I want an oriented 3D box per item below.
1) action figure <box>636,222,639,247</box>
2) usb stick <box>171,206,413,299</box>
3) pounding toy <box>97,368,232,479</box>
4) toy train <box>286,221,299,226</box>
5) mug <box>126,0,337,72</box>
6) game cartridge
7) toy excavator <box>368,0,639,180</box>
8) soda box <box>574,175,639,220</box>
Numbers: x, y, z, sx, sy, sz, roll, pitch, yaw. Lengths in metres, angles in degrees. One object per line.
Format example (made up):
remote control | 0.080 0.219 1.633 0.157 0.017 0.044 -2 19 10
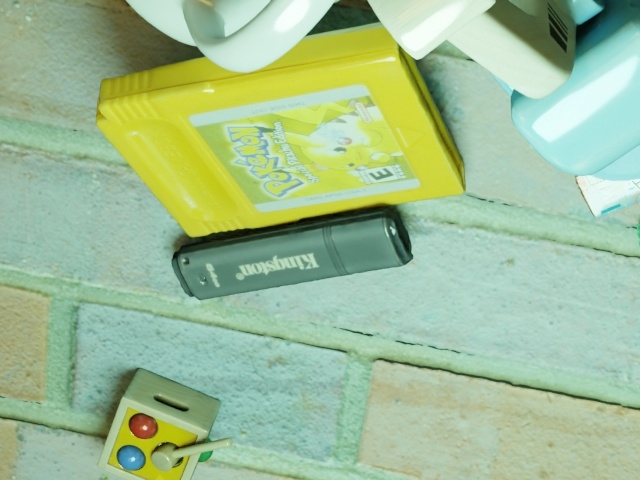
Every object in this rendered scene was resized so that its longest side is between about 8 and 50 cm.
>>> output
action figure | 0.402 0.046 1.708 0.137 0.063 0.232 -19 106 22
usb stick | -0.033 0.017 1.764 0.278 0.045 0.077 -10 130 23
pounding toy | -0.178 0.236 1.884 0.141 0.100 0.130 22 117 0
toy train | 0.000 0.000 1.786 0.083 0.017 0.023 18 127 2
mug | -0.044 -0.310 1.455 0.276 0.374 0.328 31 125 -33
game cartridge | -0.038 -0.102 1.638 0.324 0.052 0.285 -11 150 15
toy excavator | 0.211 -0.185 1.396 0.222 0.445 0.433 -35 113 22
soda box | 0.358 -0.088 1.648 0.183 0.063 0.058 -22 109 20
